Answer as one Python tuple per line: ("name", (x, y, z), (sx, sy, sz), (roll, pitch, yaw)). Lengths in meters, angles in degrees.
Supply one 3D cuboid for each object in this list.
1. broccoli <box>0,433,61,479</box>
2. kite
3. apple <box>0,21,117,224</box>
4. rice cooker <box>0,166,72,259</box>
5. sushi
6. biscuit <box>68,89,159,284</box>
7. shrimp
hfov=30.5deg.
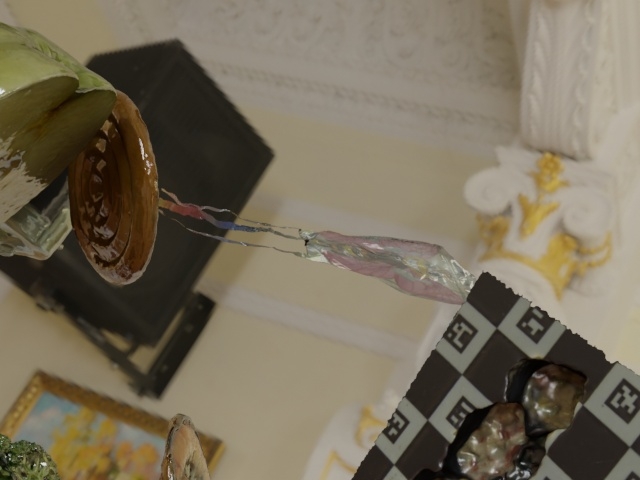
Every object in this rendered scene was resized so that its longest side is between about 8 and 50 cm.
("broccoli", (-0.292, 0.249, 1.055), (0.138, 0.146, 0.162), (29, -19, 44))
("kite", (-0.001, 0.003, 1.274), (0.360, 0.022, 0.204), (15, 16, -8))
("apple", (-0.407, -0.097, 1.349), (0.311, 0.360, 0.320), (39, 16, -38))
("rice cooker", (-0.455, -0.129, 1.729), (0.288, 0.277, 0.288), (34, -14, 10))
("sushi", (0.140, 0.162, 0.839), (0.192, 0.215, 0.050), (38, 11, 38))
("biscuit", (-0.278, -0.069, 1.534), (0.262, 0.037, 0.262), (16, -71, 56))
("shrimp", (-0.172, 0.372, 1.547), (0.054, 0.290, 0.222), (-7, -9, 1))
